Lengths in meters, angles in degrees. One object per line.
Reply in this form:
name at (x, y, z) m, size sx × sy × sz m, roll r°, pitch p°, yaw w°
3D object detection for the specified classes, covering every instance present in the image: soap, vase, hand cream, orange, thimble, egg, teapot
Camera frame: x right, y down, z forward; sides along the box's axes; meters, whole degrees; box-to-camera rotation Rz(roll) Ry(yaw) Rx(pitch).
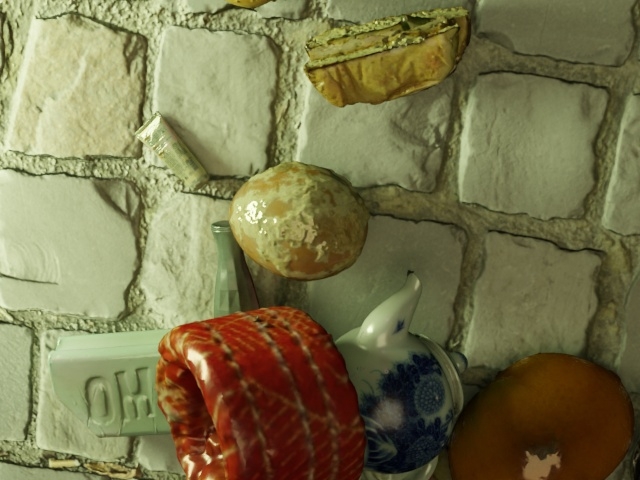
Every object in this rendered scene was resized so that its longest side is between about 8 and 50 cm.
soap at (-0.315, 0.250, 2.012) m, size 0.290 × 0.095 × 0.172 m, roll -4°, pitch 108°, yaw 5°
vase at (-0.147, 0.072, 1.952) m, size 0.086 × 0.086 × 0.214 m, roll -4°, pitch 104°, yaw 5°
hand cream at (-0.242, -0.142, 1.906) m, size 0.061 × 0.039 × 0.143 m, roll -40°, pitch 94°, yaw 22°
orange at (0.363, 0.342, 1.937) m, size 0.274 × 0.274 × 0.310 m, roll 38°, pitch 122°, yaw -10°
thimble at (-0.099, 0.269, 1.797) m, size 0.231 × 0.350 × 0.350 m, roll -14°, pitch 111°, yaw -24°
egg at (-0.035, -0.031, 1.848) m, size 0.233 × 0.195 × 0.194 m, roll 6°, pitch 111°, yaw 22°
teapot at (0.134, 0.253, 1.928) m, size 0.280 × 0.252 × 0.424 m, roll -22°, pitch 121°, yaw -27°

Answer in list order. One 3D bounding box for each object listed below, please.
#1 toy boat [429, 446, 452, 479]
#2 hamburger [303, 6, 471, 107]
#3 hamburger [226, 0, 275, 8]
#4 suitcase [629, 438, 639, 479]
toy boat at (0.277, 0.491, 2.062) m, size 0.294 × 0.111 × 0.276 m, roll -23°, pitch 100°, yaw 21°
hamburger at (0.113, -0.284, 1.795) m, size 0.262 × 0.124 × 0.131 m, roll -12°, pitch 127°, yaw 12°
hamburger at (-0.102, -0.459, 1.749) m, size 0.214 × 0.108 × 0.213 m, roll 1°, pitch 105°, yaw 5°
suitcase at (0.693, 0.375, 1.949) m, size 0.339 × 0.194 × 0.351 m, roll -25°, pitch 105°, yaw 18°
